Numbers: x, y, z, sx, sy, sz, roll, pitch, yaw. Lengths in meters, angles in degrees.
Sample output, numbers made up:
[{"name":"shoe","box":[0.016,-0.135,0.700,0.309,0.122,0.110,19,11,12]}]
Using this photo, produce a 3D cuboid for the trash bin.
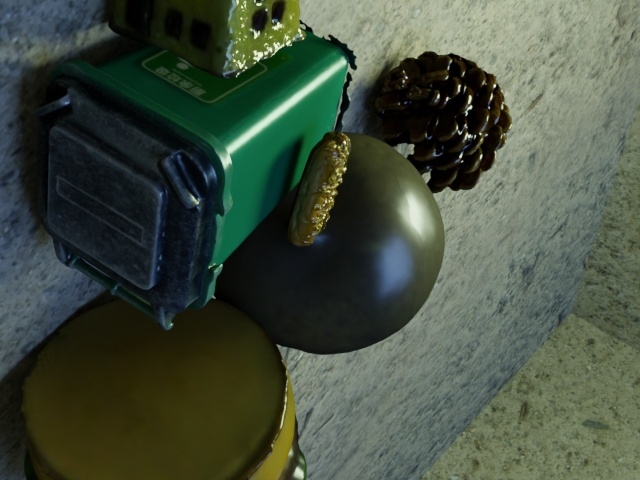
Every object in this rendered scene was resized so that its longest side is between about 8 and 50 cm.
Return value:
[{"name":"trash bin","box":[-0.145,-0.111,1.419,0.381,0.259,0.295,-41,155,-42]}]

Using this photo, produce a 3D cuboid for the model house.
[{"name":"model house","box":[-0.118,-0.333,1.295,0.174,0.193,0.234,-30,139,-47]}]

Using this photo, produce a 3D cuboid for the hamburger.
[{"name":"hamburger","box":[-0.218,0.279,1.592,0.396,0.395,0.277,-43,150,-31]}]

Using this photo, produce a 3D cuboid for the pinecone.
[{"name":"pinecone","box":[0.218,-0.219,2.010,0.243,0.243,0.257,-44,130,-29]}]

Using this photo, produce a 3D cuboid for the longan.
[{"name":"longan","box":[0.000,0.000,1.677,0.361,0.361,0.361,-43,151,-32]}]

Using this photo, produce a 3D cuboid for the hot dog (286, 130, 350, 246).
[{"name":"hot dog","box":[-0.001,-0.068,1.452,0.071,0.045,0.165,-44,159,-53]}]
